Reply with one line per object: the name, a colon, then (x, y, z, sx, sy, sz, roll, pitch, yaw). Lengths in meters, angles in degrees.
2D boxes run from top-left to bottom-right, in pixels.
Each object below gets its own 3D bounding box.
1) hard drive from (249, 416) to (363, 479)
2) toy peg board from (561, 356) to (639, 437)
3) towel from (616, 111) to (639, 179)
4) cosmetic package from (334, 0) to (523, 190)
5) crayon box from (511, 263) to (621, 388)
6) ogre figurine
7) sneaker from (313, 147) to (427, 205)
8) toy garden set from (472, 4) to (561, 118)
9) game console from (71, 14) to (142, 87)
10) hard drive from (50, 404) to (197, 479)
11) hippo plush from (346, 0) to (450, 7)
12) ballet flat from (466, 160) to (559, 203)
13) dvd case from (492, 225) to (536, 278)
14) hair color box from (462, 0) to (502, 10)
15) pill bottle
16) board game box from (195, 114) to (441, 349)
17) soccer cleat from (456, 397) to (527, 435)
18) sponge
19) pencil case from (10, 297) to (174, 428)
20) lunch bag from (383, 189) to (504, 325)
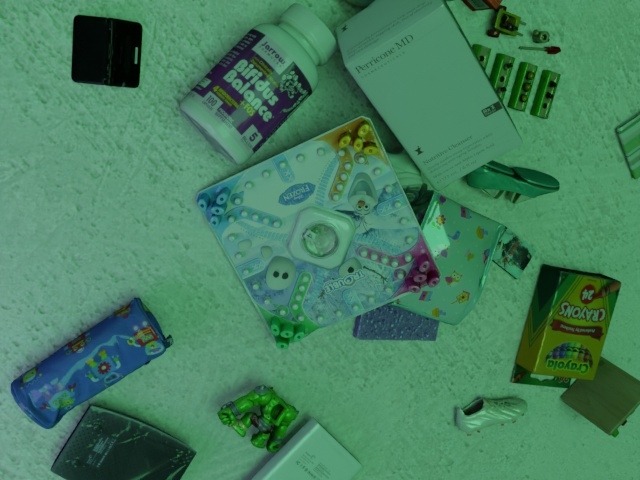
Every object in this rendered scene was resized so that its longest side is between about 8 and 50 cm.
hard drive: (-0.066, 0.574, 1.709, 0.307, 0.040, 0.203, -44, 122, -7)
toy peg board: (0.752, 0.418, 1.954, 0.160, 0.161, 0.079, -44, 131, -7)
towel: (0.812, -0.246, 1.892, 0.113, 0.023, 0.152, -33, 114, -9)
cosmetic package: (0.220, -0.306, 1.482, 0.217, 0.156, 0.385, -30, 132, 19)
crayon box: (0.622, 0.233, 1.893, 0.202, 0.081, 0.319, 9, 99, -23)
ogre figurine: (-0.124, 0.386, 1.627, 0.118, 0.097, 0.197, -44, 110, 0)
sneaker: (0.073, -0.133, 1.587, 0.296, 0.111, 0.129, -3, 63, -7)
toy garden set: (0.457, -0.405, 1.697, 0.244, 0.049, 0.204, 12, 98, -23)
game console: (-0.398, -0.352, 1.395, 0.107, 0.071, 0.122, -8, 108, -51)
hard drive: (-0.406, 0.449, 1.553, 0.254, 0.054, 0.172, 32, 90, -24)
hippo plush: (0.152, -0.601, 1.480, 0.294, 0.234, 0.237, 28, 60, -39)
ballet flat: (0.442, -0.133, 1.749, 0.247, 0.083, 0.087, 11, 122, -23)
dvd case: (0.464, 0.030, 1.820, 0.119, 0.013, 0.087, 35, 88, -24)
hair color box: (0.383, -0.577, 1.605, 0.053, 0.093, 0.167, 34, 89, -25)
pill bottle: (-0.111, -0.304, 1.433, 0.301, 0.169, 0.169, -47, 114, -5)
board game box: (0.000, 0.000, 1.522, 0.389, 0.050, 0.390, -24, 109, 10)
soccer cleat: (0.432, 0.426, 1.872, 0.196, 0.068, 0.076, -15, 104, -15)
sponge: (0.182, 0.173, 1.733, 0.210, 0.031, 0.117, 4, 100, -22)
pencil case: (-0.441, 0.241, 1.457, 0.306, 0.119, 0.133, -34, 123, -11)
lunch bag: (0.253, 0.043, 1.663, 0.223, 0.160, 0.263, 22, 88, -25)
